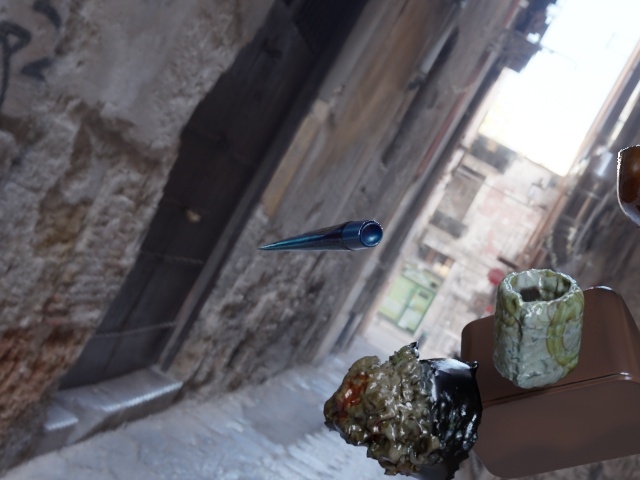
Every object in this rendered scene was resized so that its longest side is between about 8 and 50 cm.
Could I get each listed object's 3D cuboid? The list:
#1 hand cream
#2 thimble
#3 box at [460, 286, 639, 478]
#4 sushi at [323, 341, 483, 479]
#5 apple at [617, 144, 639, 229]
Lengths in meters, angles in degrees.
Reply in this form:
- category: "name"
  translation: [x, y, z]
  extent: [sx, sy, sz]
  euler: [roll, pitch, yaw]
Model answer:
- category: "hand cream"
  translation: [0.000, 0.000, 1.861]
  extent: [0.270, 0.061, 0.120]
  euler: [-8, 6, 39]
- category: "thimble"
  translation: [0.339, 0.138, 1.390]
  extent: [0.137, 0.143, 0.190]
  euler: [11, 21, 27]
- category: "box"
  translation: [0.441, 0.265, 1.643]
  extent: [0.239, 0.339, 0.229]
  euler: [53, 30, -35]
- category: "sushi"
  translation: [0.130, 0.270, 1.433]
  extent: [0.218, 0.225, 0.238]
  euler: [25, -29, -16]
- category: "apple"
  translation: [0.703, -0.111, 1.560]
  extent: [0.365, 0.329, 0.295]
  euler: [-3, 53, -48]
